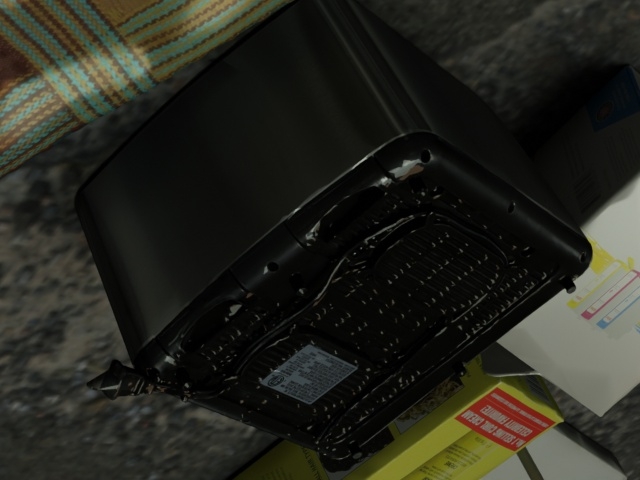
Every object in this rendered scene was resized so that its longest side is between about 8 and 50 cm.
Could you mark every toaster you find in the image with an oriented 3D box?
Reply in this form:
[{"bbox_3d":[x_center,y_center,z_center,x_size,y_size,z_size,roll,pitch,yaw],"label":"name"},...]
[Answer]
[{"bbox_3d":[0.000,0.000,0.793,0.168,0.110,0.185,-41,144,16],"label":"toaster"}]

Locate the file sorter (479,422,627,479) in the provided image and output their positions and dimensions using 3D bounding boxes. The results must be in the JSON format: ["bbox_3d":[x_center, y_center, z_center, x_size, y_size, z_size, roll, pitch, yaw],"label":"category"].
[{"bbox_3d":[0.078,0.255,1.124,0.277,0.173,0.193,-38,145,13],"label":"file sorter"}]

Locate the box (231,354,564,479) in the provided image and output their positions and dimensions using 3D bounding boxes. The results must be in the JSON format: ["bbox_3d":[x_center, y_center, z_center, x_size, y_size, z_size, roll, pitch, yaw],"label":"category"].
[{"bbox_3d":[0.020,0.137,1.030,0.232,0.058,0.087,-38,144,14],"label":"box"}]

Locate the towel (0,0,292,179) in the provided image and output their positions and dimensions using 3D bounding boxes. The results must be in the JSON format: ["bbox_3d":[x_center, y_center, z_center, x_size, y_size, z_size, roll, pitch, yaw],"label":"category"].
[{"bbox_3d":[-0.032,-0.174,0.611,0.370,0.040,0.271,-32,145,6],"label":"towel"}]

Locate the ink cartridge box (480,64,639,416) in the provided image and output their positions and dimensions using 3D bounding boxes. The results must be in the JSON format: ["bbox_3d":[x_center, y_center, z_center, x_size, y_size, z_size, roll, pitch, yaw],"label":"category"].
[{"bbox_3d":[0.137,0.007,0.889,0.090,0.092,0.143,35,115,-21],"label":"ink cartridge box"}]
